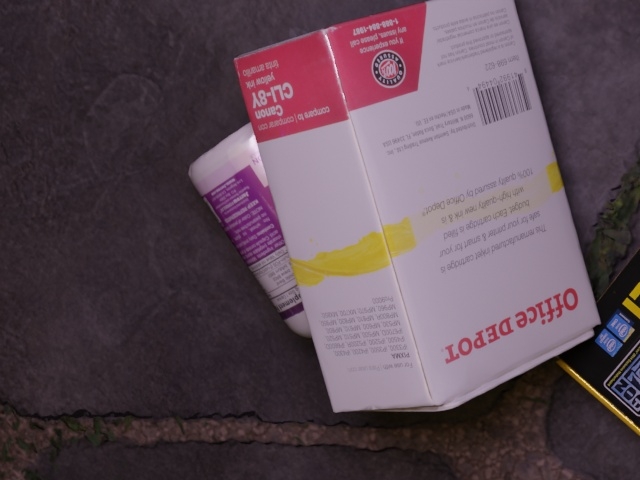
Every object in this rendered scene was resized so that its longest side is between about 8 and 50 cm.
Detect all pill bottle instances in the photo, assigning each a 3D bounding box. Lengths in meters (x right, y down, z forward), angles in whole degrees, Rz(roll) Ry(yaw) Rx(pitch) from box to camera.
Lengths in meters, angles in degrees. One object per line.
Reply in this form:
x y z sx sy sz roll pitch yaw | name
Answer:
0.000 0.000 1.817 0.169 0.169 0.301 -33 93 23 | pill bottle

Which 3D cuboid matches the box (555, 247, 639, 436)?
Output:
0.436 0.087 1.702 0.257 0.079 0.322 43 121 16 | box

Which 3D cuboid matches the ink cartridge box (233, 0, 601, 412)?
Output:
0.104 -0.043 1.680 0.160 0.279 0.385 -11 97 48 | ink cartridge box
